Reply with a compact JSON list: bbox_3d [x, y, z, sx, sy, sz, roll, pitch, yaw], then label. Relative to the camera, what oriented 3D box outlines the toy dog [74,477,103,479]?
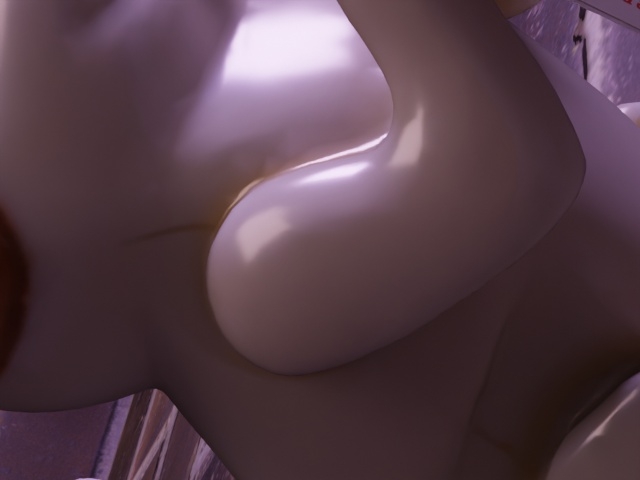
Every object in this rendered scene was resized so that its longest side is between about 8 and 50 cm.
[{"bbox_3d":[-0.098,0.290,0.986,0.220,0.333,0.161,-39,-2,13],"label":"toy dog"}]

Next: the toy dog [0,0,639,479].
[{"bbox_3d":[0.000,0.000,0.685,0.284,0.408,0.395,-77,14,-51],"label":"toy dog"}]

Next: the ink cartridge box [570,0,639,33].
[{"bbox_3d":[0.202,-0.187,0.955,0.056,0.099,0.135,-80,16,-53],"label":"ink cartridge box"}]
